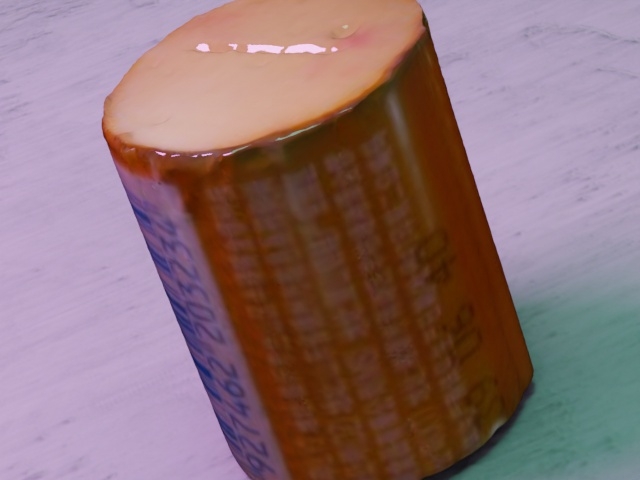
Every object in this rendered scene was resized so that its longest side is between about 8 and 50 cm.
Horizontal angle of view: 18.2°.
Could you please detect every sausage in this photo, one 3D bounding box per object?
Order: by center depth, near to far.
[{"bbox_3d":[0.000,0.000,1.357,0.233,0.287,0.233,-15,29,9],"label":"sausage"}]
